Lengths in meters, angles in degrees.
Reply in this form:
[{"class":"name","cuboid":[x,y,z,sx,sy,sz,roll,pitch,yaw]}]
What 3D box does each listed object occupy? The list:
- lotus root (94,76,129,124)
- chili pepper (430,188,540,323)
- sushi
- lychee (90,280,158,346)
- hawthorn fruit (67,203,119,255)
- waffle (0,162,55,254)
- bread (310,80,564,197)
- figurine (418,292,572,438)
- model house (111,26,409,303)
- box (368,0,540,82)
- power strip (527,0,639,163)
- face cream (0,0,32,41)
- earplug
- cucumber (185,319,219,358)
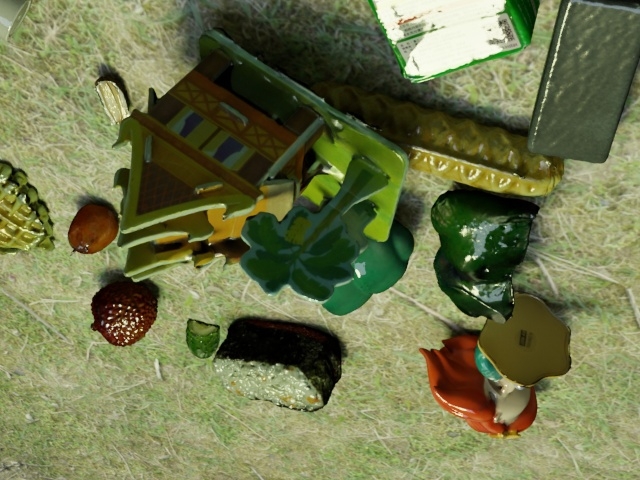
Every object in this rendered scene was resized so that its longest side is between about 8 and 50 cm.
[{"class":"lotus root","cuboid":[-0.308,-0.212,1.450,0.038,0.030,0.083,-19,137,-4]},{"class":"chili pepper","cuboid":[0.223,0.033,1.420,0.148,0.116,0.264,17,155,13]},{"class":"sushi","cuboid":[-0.077,0.226,1.766,0.225,0.126,0.136,5,137,18]},{"class":"lychee","cuboid":[-0.356,0.133,1.778,0.129,0.123,0.123,-6,134,14]},{"class":"hawthorn fruit","cuboid":[-0.387,-0.011,1.648,0.081,0.093,0.081,11,140,10]},{"class":"waffle","cuboid":[-0.576,-0.055,1.703,0.208,0.054,0.214,6,135,10]},{"class":"bread","cuboid":[0.149,-0.135,1.327,0.368,0.077,0.084,16,143,2]},{"class":"figurine","cuboid":[0.281,0.216,1.599,0.208,0.181,0.257,-14,147,-23]},{"class":"model house","cuboid":[-0.102,-0.035,1.269,0.358,0.312,0.242,34,156,12]},{"class":"box","cuboid":[0.131,-0.312,1.123,0.180,0.103,0.250,-10,133,29]},{"class":"power strip","cuboid":[0.326,-0.209,1.186,0.105,0.070,0.256,10,140,7]},{"class":"face cream","cuboid":[-0.521,-0.367,1.327,0.250,0.077,0.077,29,138,-12]},{"class":"earplug","cuboid":[0.000,-0.007,1.482,0.280,0.164,0.257,-10,108,21]},{"class":"cucumber","cuboid":[-0.227,0.198,1.860,0.067,0.035,0.107,13,140,5]}]
